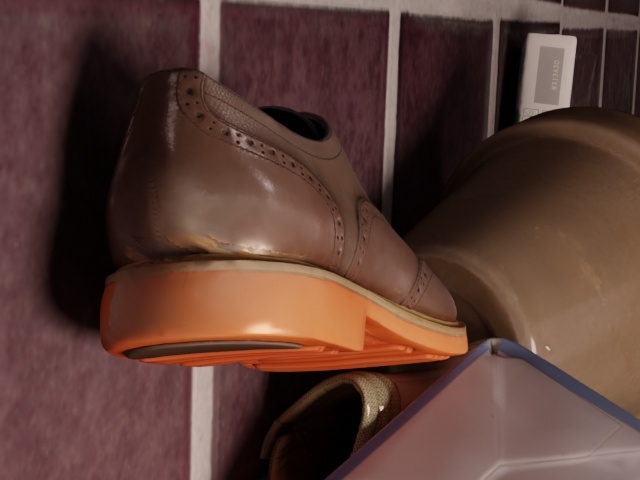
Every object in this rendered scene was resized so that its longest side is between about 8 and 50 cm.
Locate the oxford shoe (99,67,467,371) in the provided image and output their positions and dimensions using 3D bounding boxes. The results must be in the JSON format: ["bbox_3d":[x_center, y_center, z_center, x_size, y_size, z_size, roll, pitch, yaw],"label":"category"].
[{"bbox_3d":[0.000,0.000,0.727,0.364,0.130,0.132,25,60,-73],"label":"oxford shoe"}]

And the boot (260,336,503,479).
[{"bbox_3d":[0.026,0.153,0.879,0.165,0.077,0.213,-6,136,-46],"label":"boot"}]

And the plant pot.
[{"bbox_3d":[0.149,0.048,1.018,0.229,0.263,0.263,-21,116,-47],"label":"plant pot"}]

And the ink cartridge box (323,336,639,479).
[{"bbox_3d":[0.090,0.290,0.851,0.270,0.151,0.395,-38,138,-20],"label":"ink cartridge box"}]

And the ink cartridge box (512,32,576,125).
[{"bbox_3d":[0.215,-0.101,1.407,0.224,0.056,0.181,68,28,-86],"label":"ink cartridge box"}]
